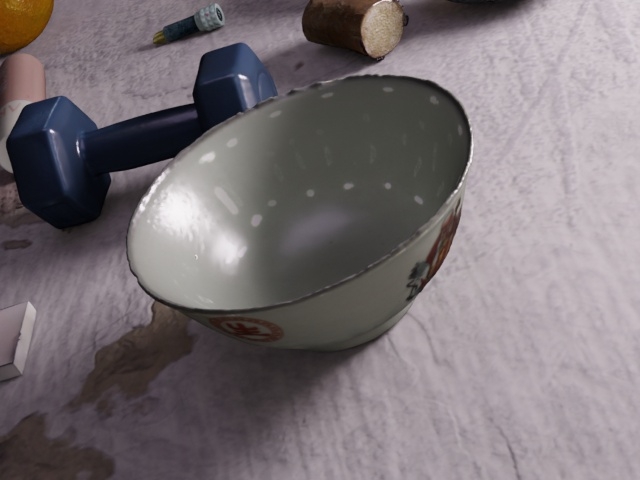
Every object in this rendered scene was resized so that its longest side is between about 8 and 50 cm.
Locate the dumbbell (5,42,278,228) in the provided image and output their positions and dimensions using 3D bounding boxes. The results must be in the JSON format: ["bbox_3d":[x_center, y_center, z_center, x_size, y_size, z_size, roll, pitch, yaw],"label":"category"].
[{"bbox_3d":[-0.206,-0.122,1.309,0.324,0.160,0.144,-13,7,13],"label":"dumbbell"}]

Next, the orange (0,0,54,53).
[{"bbox_3d":[-0.544,-0.402,1.808,0.206,0.206,0.206,-15,37,12],"label":"orange"}]

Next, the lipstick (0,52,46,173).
[{"bbox_3d":[-0.430,-0.186,1.575,0.070,0.070,0.254,-23,36,2],"label":"lipstick"}]

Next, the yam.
[{"bbox_3d":[0.042,-0.285,1.426,0.084,0.084,0.127,-42,43,-22],"label":"yam"}]

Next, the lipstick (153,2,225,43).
[{"bbox_3d":[-0.202,-0.322,1.647,0.116,0.037,0.037,-15,37,19],"label":"lipstick"}]

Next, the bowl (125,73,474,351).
[{"bbox_3d":[0.000,0.000,1.031,0.337,0.158,0.337,-16,36,12],"label":"bowl"}]

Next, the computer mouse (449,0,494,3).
[{"bbox_3d":[0.225,-0.341,1.402,0.231,0.071,0.126,3,29,18],"label":"computer mouse"}]

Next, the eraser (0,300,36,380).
[{"bbox_3d":[-0.391,0.125,1.209,0.150,0.023,0.104,-17,37,9],"label":"eraser"}]
